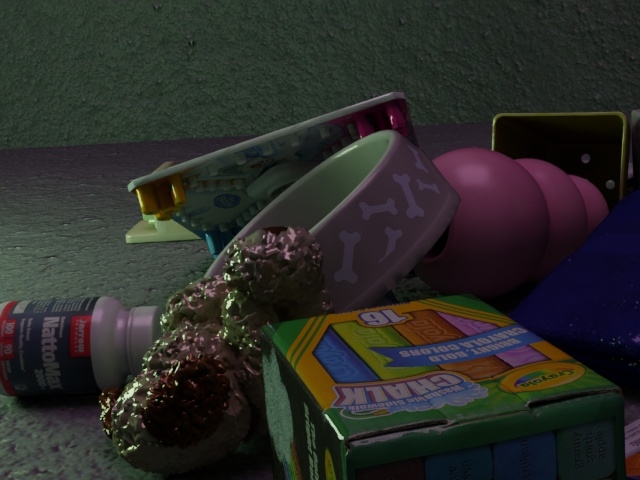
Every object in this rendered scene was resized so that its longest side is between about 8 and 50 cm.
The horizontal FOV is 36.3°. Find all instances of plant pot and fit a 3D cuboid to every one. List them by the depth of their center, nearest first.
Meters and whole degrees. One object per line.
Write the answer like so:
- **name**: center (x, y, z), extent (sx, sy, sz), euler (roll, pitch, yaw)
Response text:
- **plant pot**: center (0.413, -0.097, 1.614), extent (0.212, 0.212, 0.187), euler (3, 3, 29)

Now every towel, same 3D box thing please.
- **towel**: center (0.369, 0.047, 1.095), extent (0.308, 0.076, 0.227), euler (-38, 23, -29)

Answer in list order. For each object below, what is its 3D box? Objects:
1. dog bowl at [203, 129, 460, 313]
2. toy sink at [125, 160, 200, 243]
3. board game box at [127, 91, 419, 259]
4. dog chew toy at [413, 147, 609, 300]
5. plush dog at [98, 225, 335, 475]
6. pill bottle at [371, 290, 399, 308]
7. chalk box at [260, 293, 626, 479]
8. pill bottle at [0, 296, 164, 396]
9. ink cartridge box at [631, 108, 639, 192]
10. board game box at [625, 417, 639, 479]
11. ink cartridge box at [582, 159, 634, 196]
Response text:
- **dog bowl**: center (0.000, 0.000, 1.171), extent (0.349, 0.102, 0.349), euler (-37, 13, 10)
- **toy sink**: center (-0.251, -0.080, 1.867), extent (0.234, 0.131, 0.153), euler (-4, 13, 4)
- **board game box**: center (-0.038, -0.078, 1.460), extent (0.390, 0.050, 0.390), euler (-18, -14, 6)
- **dog chew toy**: center (0.271, -0.027, 1.360), extent (0.332, 0.207, 0.206), euler (-4, 11, -35)
- **plush dog**: center (-0.093, 0.134, 0.907), extent (0.225, 0.210, 0.262), euler (-30, -3, -32)
- **pill bottle**: center (0.054, 0.097, 1.119), extent (0.087, 0.087, 0.160), euler (-5, 13, -4)
- **chalk box**: center (0.082, 0.164, 0.634), extent (0.179, 0.180, 0.289), euler (-8, 15, -14)
- **pill bottle**: center (-0.267, 0.117, 1.089), extent (0.180, 0.108, 0.108), euler (-4, 13, 4)
- **ink cartridge box**: center (0.552, -0.086, 1.479), extent (0.121, 0.211, 0.289), euler (-3, 12, 10)
- **board game box**: center (0.386, 0.171, 0.723), extent (0.347, 0.078, 0.233), euler (-15, 17, -38)
- **ink cartridge box**: center (0.471, -0.126, 1.987), extent (0.371, 0.069, 0.176), euler (11, 21, 41)
